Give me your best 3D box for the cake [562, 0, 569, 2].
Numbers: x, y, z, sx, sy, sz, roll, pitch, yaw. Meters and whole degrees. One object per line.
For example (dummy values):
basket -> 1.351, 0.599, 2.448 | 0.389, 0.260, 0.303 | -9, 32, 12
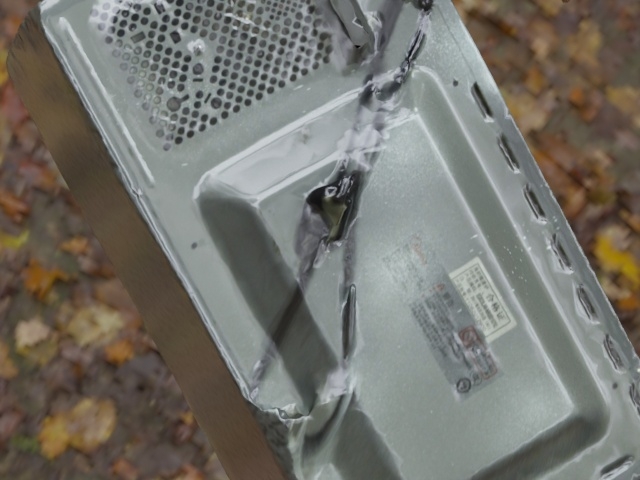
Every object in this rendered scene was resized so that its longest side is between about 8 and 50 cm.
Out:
cake -> 0.291, -0.396, 1.616 | 0.293, 0.307, 0.314 | -22, 100, -18

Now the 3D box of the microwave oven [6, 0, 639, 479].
microwave oven -> 0.000, 0.000, 1.224 | 0.236, 0.374, 0.432 | -30, 95, -12
